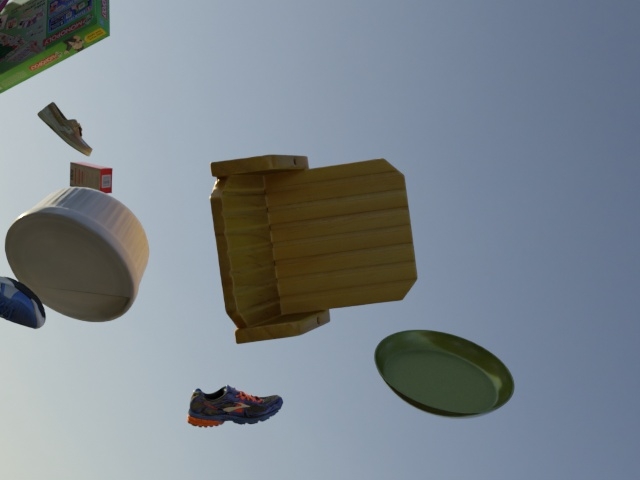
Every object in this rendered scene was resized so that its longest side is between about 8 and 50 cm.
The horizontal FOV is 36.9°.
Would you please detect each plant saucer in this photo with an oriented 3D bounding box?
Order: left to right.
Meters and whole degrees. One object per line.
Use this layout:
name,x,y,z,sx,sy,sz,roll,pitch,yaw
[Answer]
plant saucer,0.205,0.231,1.620,0.241,0.241,0.037,31,-58,35

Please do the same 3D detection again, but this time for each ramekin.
ramekin,-0.454,0.019,1.837,0.273,0.127,0.272,10,-49,12

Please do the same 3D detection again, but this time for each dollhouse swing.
dollhouse swing,0.000,0.000,1.864,0.305,0.315,0.346,-6,-89,19

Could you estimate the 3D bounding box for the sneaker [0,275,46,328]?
sneaker,-0.576,0.101,1.667,0.211,0.081,0.080,27,-52,7

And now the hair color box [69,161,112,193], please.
hair color box,-0.625,-0.171,2.608,0.141,0.043,0.071,15,-75,39

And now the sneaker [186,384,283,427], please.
sneaker,-0.193,0.369,2.174,0.083,0.221,0.087,-159,-114,-75

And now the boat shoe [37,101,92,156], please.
boat shoe,-0.484,-0.216,1.841,0.135,0.045,0.050,41,-1,8

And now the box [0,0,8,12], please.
box,-0.751,-0.491,1.902,0.213,0.243,0.117,-92,164,-55

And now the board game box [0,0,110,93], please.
board game box,-0.578,-0.444,1.991,0.046,0.317,0.213,43,31,-51
